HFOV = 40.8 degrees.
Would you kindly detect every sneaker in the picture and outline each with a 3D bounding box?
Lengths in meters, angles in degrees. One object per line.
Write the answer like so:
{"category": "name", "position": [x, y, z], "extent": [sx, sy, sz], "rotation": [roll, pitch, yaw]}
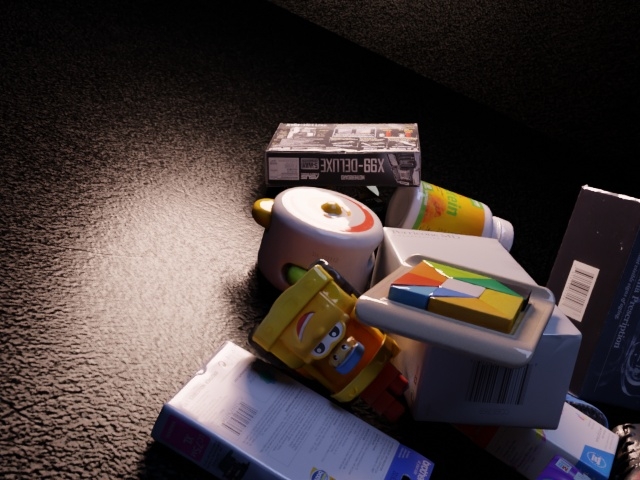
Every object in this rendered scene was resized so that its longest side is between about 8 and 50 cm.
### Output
{"category": "sneaker", "position": [0.365, 0.268, 1.398], "extent": [0.209, 0.069, 0.082], "rotation": [27, -9, 21]}
{"category": "sneaker", "position": [0.481, 0.348, 1.297], "extent": [0.135, 0.097, 0.276], "rotation": [39, 25, 25]}

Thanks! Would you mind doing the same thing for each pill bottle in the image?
{"category": "pill bottle", "position": [0.269, -0.029, 1.779], "extent": [0.246, 0.136, 0.136], "rotation": [18, 26, -18]}

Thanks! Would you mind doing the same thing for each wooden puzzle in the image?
{"category": "wooden puzzle", "position": [0.183, 0.076, 1.114], "extent": [0.221, 0.044, 0.239], "rotation": [16, 21, 18]}

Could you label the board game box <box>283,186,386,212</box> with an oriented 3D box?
{"category": "board game box", "position": [0.032, -0.091, 1.774], "extent": [0.186, 0.026, 0.126], "rotation": [-12, 44, -44]}

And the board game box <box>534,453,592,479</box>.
{"category": "board game box", "position": [0.244, 0.378, 0.952], "extent": [0.144, 0.142, 0.275], "rotation": [36, 26, 21]}

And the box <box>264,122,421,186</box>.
{"category": "box", "position": [0.051, -0.181, 1.777], "extent": [0.307, 0.076, 0.242], "rotation": [0, 21, 4]}

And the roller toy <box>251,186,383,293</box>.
{"category": "roller toy", "position": [0.000, 0.000, 1.424], "extent": [0.191, 0.146, 0.209], "rotation": [-4, 33, -38]}

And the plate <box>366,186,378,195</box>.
{"category": "plate", "position": [0.050, -0.148, 1.934], "extent": [0.188, 0.024, 0.188], "rotation": [22, 24, -11]}

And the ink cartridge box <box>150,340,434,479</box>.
{"category": "ink cartridge box", "position": [-0.026, 0.252, 1.032], "extent": [0.311, 0.065, 0.186], "rotation": [27, 23, 8]}

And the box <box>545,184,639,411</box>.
{"category": "box", "position": [0.573, 0.116, 1.507], "extent": [0.312, 0.343, 0.179], "rotation": [15, 7, -24]}

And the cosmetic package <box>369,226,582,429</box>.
{"category": "cosmetic package", "position": [0.213, 0.118, 1.305], "extent": [0.217, 0.156, 0.385], "rotation": [5, 21, -10]}

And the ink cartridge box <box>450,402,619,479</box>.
{"category": "ink cartridge box", "position": [0.318, 0.283, 1.287], "extent": [0.231, 0.078, 0.134], "rotation": [33, 26, 14]}

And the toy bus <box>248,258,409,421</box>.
{"category": "toy bus", "position": [0.032, 0.150, 1.134], "extent": [0.211, 0.149, 0.220], "rotation": [43, -2, 17]}
